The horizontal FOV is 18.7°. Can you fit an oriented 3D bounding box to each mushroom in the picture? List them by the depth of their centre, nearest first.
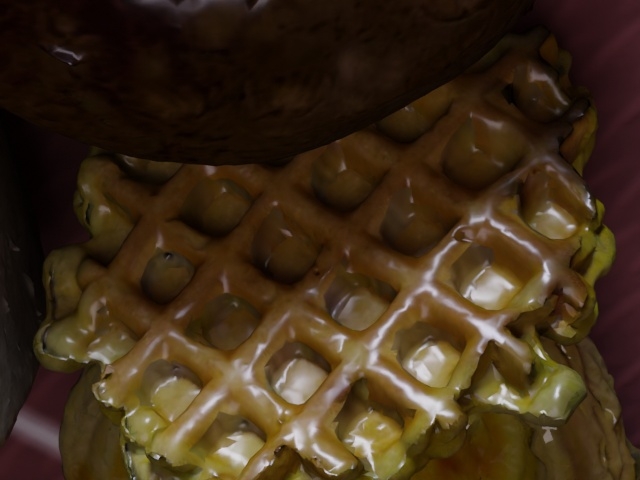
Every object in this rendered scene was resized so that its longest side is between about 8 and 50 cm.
[{"bbox_3d":[-0.040,-0.196,0.706,0.345,0.239,0.345,-4,129,-5],"label":"mushroom"}]

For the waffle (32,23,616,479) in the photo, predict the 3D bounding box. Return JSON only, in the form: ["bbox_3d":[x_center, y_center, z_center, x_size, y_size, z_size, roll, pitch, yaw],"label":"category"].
[{"bbox_3d":[0.000,0.000,0.794,0.243,0.237,0.058,-11,149,5],"label":"waffle"}]

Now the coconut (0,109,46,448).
[{"bbox_3d":[-0.268,-0.002,0.815,0.309,0.297,0.297,-31,106,24],"label":"coconut"}]

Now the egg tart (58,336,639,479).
[{"bbox_3d":[0.016,0.104,0.909,0.279,0.095,0.279,4,120,6],"label":"egg tart"}]
